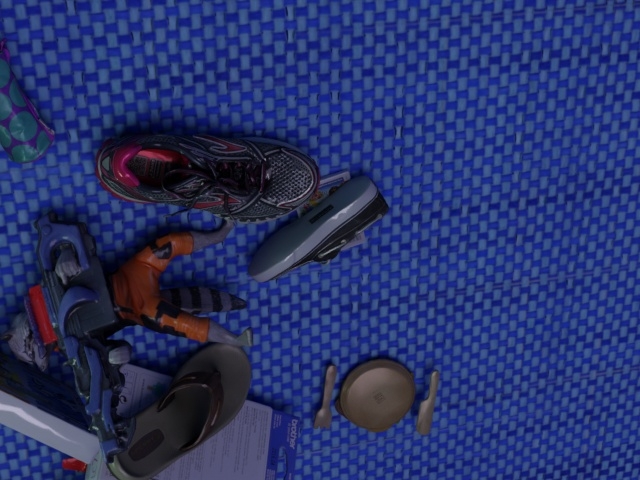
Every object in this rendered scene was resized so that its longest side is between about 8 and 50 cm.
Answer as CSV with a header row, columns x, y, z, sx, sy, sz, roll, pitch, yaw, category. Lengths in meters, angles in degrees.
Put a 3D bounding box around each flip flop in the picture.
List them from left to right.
x,y,z,sx,sy,sz,roll,pitch,yaw,category
-0.190,0.239,1.656,0.277,0.080,0.112,-36,90,-40,flip flop

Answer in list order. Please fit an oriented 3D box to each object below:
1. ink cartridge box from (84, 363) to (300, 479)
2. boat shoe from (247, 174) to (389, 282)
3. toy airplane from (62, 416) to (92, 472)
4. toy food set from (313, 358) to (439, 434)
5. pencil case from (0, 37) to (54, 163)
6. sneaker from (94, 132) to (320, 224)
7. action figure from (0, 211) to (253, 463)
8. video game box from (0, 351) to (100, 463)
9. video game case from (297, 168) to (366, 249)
x,y,z,sx,sy,sz,roll,pitch,yaw,category
-0.182,0.309,1.718,0.311,0.185,0.065,19,148,-24,ink cartridge box
0.000,0.000,1.653,0.219,0.078,0.070,-35,120,2,boat shoe
-0.337,0.295,1.748,0.151,0.028,0.151,-6,118,-12,toy airplane
0.088,0.245,1.854,0.192,0.038,0.132,6,108,-14,toy food set
-0.390,-0.174,1.462,0.070,0.064,0.151,-18,122,11,pencil case
-0.142,-0.080,1.541,0.299,0.112,0.121,1,92,-19,sneaker
-0.259,0.128,1.582,0.330,0.178,0.341,-10,76,-4,action figure
-0.407,0.211,1.589,0.205,0.187,0.048,33,88,-29,video game box
0.012,-0.036,1.691,0.087,0.011,0.122,-19,121,-6,video game case
